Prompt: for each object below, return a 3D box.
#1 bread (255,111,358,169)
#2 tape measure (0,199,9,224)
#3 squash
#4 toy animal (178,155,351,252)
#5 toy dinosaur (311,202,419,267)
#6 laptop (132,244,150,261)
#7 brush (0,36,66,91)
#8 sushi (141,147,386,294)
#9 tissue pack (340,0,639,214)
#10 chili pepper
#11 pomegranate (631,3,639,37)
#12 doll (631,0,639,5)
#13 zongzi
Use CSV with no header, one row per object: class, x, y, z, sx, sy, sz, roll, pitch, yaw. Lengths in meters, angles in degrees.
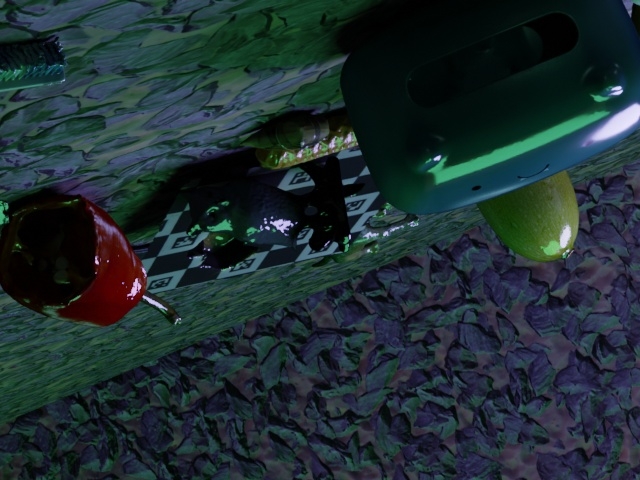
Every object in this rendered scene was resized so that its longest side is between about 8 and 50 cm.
bread,-0.003,-0.119,1.862,0.157,0.044,0.052,-18,179,-23
tape measure,-0.304,-0.077,1.239,0.107,0.104,0.180,-8,153,-15
squash,0.259,-0.081,2.103,0.132,0.247,0.132,-23,172,-3
toy animal,-0.072,-0.036,1.894,0.210,0.121,0.117,0,159,-17
toy dinosaur,0.000,0.000,2.603,0.301,0.087,0.447,-17,165,-33
laptop,-0.316,0.044,2.297,0.180,0.016,0.129,-25,172,35
brush,-0.262,-0.121,1.160,0.178,0.033,0.030,-15,165,-40
sushi,-0.069,-0.053,2.062,0.359,0.064,0.343,-12,158,-27
tissue pack,0.169,-0.148,1.526,0.287,0.198,0.206,-20,173,3
chili pepper,-0.273,0.034,1.841,0.131,0.134,0.338,-12,170,8
pomegranate,0.445,-0.254,1.681,0.211,0.211,0.263,-15,130,-39
doll,0.328,-0.282,1.351,0.154,0.119,0.278,-6,165,-7
zongzi,-0.039,-0.119,1.810,0.083,0.040,0.076,-12,-176,29
